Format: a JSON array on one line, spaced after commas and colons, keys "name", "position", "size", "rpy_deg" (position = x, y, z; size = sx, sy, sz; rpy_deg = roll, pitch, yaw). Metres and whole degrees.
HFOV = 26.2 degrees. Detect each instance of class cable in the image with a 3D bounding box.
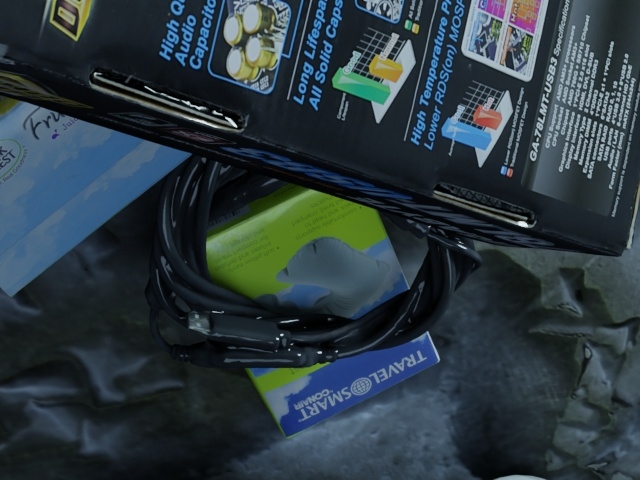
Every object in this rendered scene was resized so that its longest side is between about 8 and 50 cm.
[{"name": "cable", "position": [0.000, 0.000, 0.732], "size": [0.184, 0.047, 0.150], "rpy_deg": [2, 114, -16]}]

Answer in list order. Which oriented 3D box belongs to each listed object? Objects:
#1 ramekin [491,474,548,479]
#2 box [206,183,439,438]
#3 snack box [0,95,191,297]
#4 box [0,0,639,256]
[{"name": "ramekin", "position": [0.143, 0.292, 0.908], "size": [0.277, 0.135, 0.277], "rpy_deg": [-17, 115, -41]}, {"name": "box", "position": [-0.002, 0.038, 0.804], "size": [0.109, 0.042, 0.178], "rpy_deg": [-26, 126, -2]}, {"name": "snack box", "position": [-0.099, -0.101, 0.573], "size": [0.174, 0.207, 0.070], "rpy_deg": [-38, 126, 5]}, {"name": "box", "position": [0.017, -0.165, 0.443], "size": [0.293, 0.073, 0.295], "rpy_deg": [14, 86, -40]}]
